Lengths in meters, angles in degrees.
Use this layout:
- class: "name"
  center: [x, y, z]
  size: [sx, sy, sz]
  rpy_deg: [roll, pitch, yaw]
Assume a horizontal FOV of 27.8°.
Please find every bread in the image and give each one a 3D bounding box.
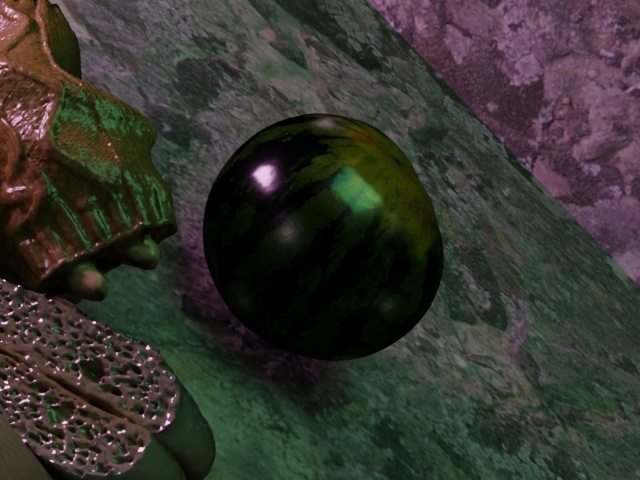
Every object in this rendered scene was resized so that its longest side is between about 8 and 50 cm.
- class: "bread"
  center: [-0.220, 0.111, 0.957]
  size: [0.337, 0.183, 0.102]
  rpy_deg: [24, 64, 24]

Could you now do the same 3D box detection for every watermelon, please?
- class: "watermelon"
  center: [0.002, -0.003, 1.364]
  size: [0.269, 0.269, 0.269]
  rpy_deg: [33, 29, -22]

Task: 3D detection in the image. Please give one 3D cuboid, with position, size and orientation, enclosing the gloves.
- class: "gloves"
  center: [-0.257, -0.076, 1.190]
  size: [0.155, 0.203, 0.356]
  rpy_deg: [-5, 47, -35]

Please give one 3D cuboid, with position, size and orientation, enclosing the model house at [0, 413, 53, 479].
- class: "model house"
  center: [-0.260, 0.205, 0.721]
  size: [0.169, 0.244, 0.326]
  rpy_deg: [54, 28, 5]
